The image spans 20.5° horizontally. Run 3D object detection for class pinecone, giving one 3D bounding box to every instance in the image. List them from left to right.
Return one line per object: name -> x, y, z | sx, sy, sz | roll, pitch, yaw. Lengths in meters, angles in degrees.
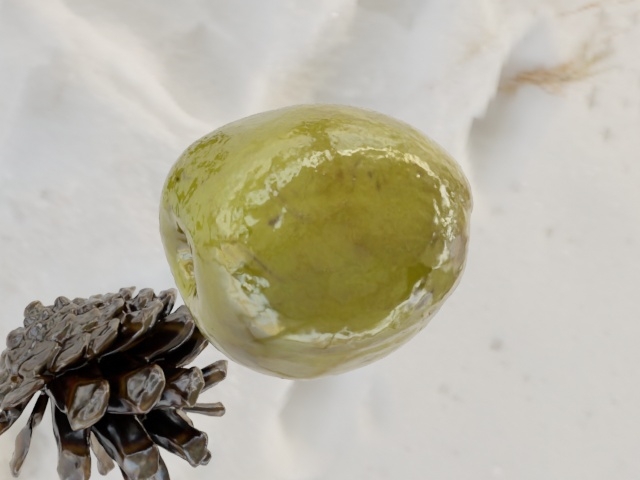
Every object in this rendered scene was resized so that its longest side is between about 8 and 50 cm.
pinecone -> -0.185, 0.139, 1.555 | 0.229, 0.202, 0.201 | -32, 124, 21

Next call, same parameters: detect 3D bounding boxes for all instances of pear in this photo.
pear -> 0.000, 0.000, 0.919 | 0.162, 0.149, 0.149 | -5, 103, -14
